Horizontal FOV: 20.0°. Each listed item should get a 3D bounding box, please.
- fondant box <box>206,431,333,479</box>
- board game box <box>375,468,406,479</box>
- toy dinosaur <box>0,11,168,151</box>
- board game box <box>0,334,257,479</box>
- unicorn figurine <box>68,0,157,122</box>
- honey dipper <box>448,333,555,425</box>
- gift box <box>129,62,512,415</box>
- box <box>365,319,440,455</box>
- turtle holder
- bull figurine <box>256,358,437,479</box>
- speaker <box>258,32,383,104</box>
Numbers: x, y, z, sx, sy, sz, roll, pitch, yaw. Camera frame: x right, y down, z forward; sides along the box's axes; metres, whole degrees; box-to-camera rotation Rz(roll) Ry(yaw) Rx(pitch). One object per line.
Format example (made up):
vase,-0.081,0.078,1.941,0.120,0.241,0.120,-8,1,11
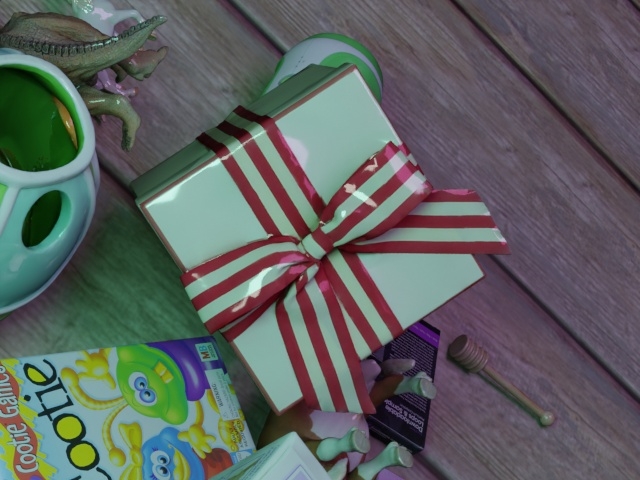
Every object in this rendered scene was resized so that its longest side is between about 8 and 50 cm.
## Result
fondant box,-0.070,0.321,1.417,0.238,0.330,0.096,52,40,-4
board game box,0.138,0.425,1.760,0.318,0.066,0.318,32,45,-29
toy dinosaur,-0.262,-0.169,1.637,0.200,0.295,0.127,33,72,-26
board game box,-0.208,0.179,1.517,0.275,0.144,0.142,-4,67,-47
unicorn figurine,-0.225,-0.208,1.823,0.111,0.060,0.162,30,46,-29
honey dipper,0.208,0.163,2.041,0.160,0.030,0.030,41,42,-24
gift box,0.000,0.000,1.635,0.276,0.255,0.258,52,-3,-10
box,0.069,0.135,1.916,0.116,0.029,0.162,34,43,-24
turtle holder,-0.330,-0.055,1.485,0.320,0.227,0.243,14,56,-40
bull figurine,0.003,0.198,1.697,0.101,0.188,0.310,44,35,-23
speaker,-0.028,-0.096,1.898,0.131,0.131,0.296,44,41,-15
